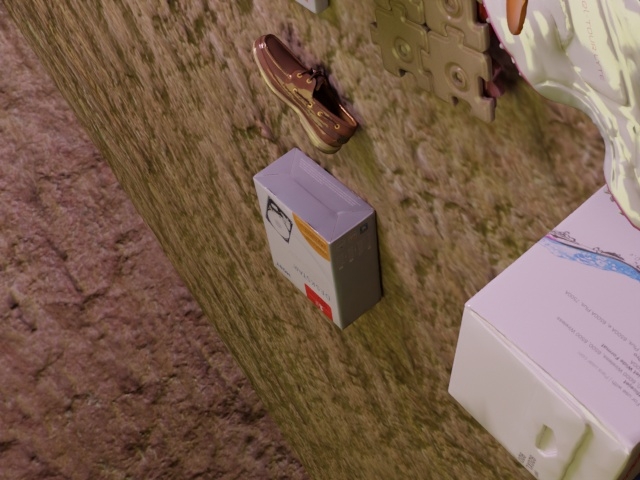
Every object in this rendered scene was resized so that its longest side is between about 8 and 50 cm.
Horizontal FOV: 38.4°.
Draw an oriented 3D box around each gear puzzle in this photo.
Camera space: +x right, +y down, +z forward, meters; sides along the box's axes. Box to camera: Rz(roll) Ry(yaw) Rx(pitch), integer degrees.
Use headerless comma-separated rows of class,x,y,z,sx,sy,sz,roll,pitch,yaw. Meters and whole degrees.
gear puzzle,0.097,-0.276,0.819,0.175,0.044,0.339,37,152,41

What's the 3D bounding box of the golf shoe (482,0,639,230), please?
golf shoe,0.234,-0.086,0.567,0.306,0.115,0.140,48,145,-10

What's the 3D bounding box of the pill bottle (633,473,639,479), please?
pill bottle,0.308,0.274,0.931,0.153,0.264,0.153,44,158,23

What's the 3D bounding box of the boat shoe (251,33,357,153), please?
boat shoe,-0.017,-0.197,1.182,0.060,0.064,0.178,-35,94,40

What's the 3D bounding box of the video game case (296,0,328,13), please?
video game case,-0.071,-0.381,1.031,0.193,0.023,0.212,40,157,31

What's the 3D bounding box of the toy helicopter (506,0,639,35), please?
toy helicopter,0.169,-0.249,0.443,0.140,0.235,0.355,66,-175,-85

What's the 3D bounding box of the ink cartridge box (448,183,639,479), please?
ink cartridge box,0.251,0.080,0.777,0.168,0.232,0.171,42,157,27

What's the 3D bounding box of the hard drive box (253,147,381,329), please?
hard drive box,0.000,0.000,1.421,0.181,0.089,0.232,41,158,32
